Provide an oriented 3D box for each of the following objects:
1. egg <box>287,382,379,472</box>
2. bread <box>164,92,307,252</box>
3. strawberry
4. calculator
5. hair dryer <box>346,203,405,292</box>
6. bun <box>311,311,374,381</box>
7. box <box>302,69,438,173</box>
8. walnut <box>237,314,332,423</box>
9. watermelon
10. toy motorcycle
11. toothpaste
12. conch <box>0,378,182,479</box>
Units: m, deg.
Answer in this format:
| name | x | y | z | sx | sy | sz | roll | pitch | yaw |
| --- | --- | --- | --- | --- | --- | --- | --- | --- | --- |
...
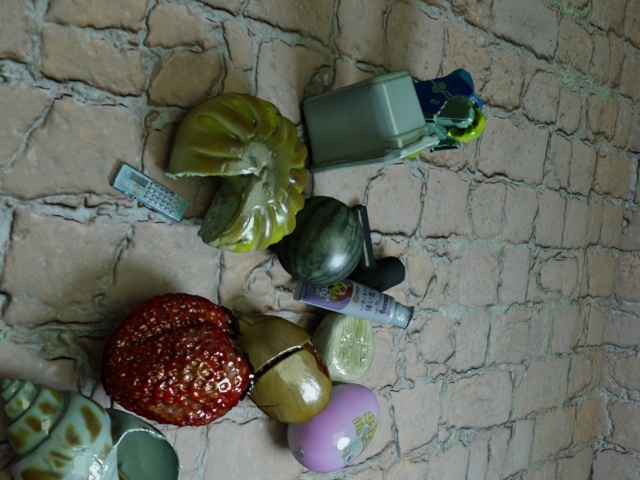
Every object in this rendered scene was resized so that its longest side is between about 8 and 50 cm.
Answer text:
| name | x | y | z | sx | sy | sz | roll | pitch | yaw |
| --- | --- | --- | --- | --- | --- | --- | --- | --- | --- |
| egg | 0.037 | 0.457 | 1.590 | 0.271 | 0.196 | 0.196 | -44 | 124 | -42 |
| bread | -0.150 | -0.145 | 1.318 | 0.333 | 0.160 | 0.333 | -1 | 91 | -33 |
| strawberry | -0.284 | 0.243 | 1.229 | 0.288 | 0.250 | 0.238 | -7 | 136 | -44 |
| calculator | -0.339 | -0.092 | 1.275 | 0.172 | 0.018 | 0.057 | 35 | 71 | -39 |
| hair dryer | 0.126 | 0.027 | 1.688 | 0.197 | 0.089 | 0.251 | -17 | 101 | -40 |
| bun | 0.049 | 0.260 | 1.618 | 0.178 | 0.128 | 0.193 | 19 | 72 | -42 |
| box | 0.098 | -0.273 | 1.468 | 0.175 | 0.312 | 0.182 | -26 | 105 | -38 |
| walnut | -0.101 | 0.289 | 1.438 | 0.298 | 0.203 | 0.203 | 51 | 61 | -16 |
| watermelon | 0.000 | 0.000 | 1.477 | 0.212 | 0.212 | 0.212 | -8 | 101 | -42 |
| toy motorcycle | 0.289 | -0.335 | 1.615 | 0.191 | 0.326 | 0.200 | 36 | 69 | -41 |
| toothpaste | 0.084 | 0.145 | 1.570 | 0.299 | 0.073 | 0.114 | 20 | 57 | -8 |
| conch | -0.419 | 0.381 | 1.133 | 0.249 | 0.197 | 0.368 | -37 | 135 | -20 |
